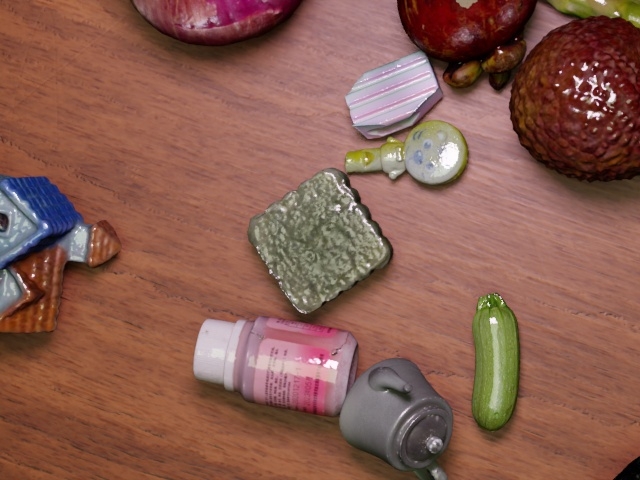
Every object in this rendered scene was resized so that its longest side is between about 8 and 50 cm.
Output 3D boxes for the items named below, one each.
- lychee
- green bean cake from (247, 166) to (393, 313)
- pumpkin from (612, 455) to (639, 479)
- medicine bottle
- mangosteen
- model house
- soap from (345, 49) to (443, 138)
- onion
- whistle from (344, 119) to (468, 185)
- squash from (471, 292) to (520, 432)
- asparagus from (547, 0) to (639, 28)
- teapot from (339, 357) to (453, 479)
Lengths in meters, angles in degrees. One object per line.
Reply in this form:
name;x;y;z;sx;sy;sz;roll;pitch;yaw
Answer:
lychee;0.404;-0.202;1.793;0.260;0.260;0.261;0;92;9
green bean cake;0.000;0.000;1.935;0.185;0.094;0.183;-35;87;9
pumpkin;0.552;0.439;1.782;0.315;0.238;0.315;2;93;46
medicine bottle;-0.070;0.193;1.927;0.247;0.147;0.147;9;93;9
mangosteen;0.230;-0.340;1.847;0.215;0.215;0.257;-15;118;9
model house;-0.500;0.034;1.949;0.329;0.252;0.295;11;93;2
soap;0.115;-0.226;1.919;0.149;0.056;0.100;-21;70;10
onion;-0.165;-0.478;1.805;0.347;0.385;0.348;-2;79;8
whistle;0.137;-0.132;1.935;0.198;0.057;0.104;-7;80;16
squash;0.274;0.191;1.910;0.077;0.068;0.219;-2;91;14
asparagus;0.461;-0.347;1.860;0.343;0.085;0.082;25;102;11
teapot;0.140;0.289;1.865;0.162;0.149;0.239;-34;127;-21
